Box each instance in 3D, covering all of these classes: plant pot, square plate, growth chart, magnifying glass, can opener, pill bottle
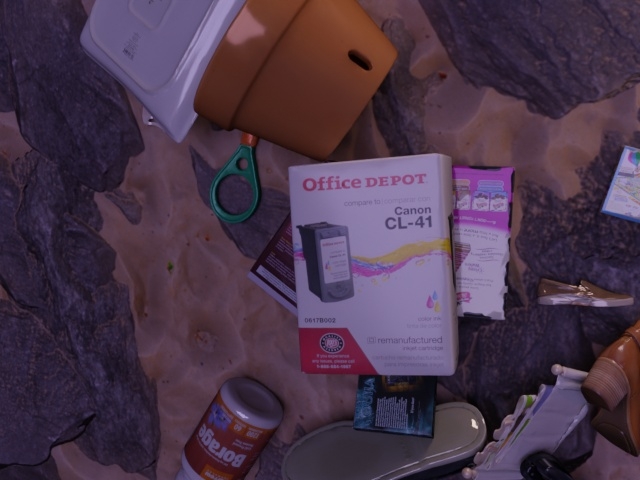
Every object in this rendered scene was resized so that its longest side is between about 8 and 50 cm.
[{"bbox_3d":[-0.022,-0.255,0.924,0.204,0.291,0.290,34,104,-7],"label":"plant pot"},{"bbox_3d":[-0.253,-0.392,1.016,0.347,0.049,0.344,43,109,28],"label":"square plate"},{"bbox_3d":[0.328,0.282,0.942,0.172,0.021,0.237,23,108,-33],"label":"growth chart"},{"bbox_3d":[-0.132,-0.142,1.084,0.092,0.026,0.230,18,102,14],"label":"magnifying glass"},{"bbox_3d":[0.378,0.389,0.955,0.059,0.073,0.186,-45,107,8],"label":"can opener"},{"bbox_3d":[-0.166,0.358,1.089,0.121,0.121,0.216,34,103,10],"label":"pill bottle"}]

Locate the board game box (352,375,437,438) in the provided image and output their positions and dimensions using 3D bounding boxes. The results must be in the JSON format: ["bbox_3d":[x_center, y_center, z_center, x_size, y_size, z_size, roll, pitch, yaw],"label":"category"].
[{"bbox_3d":[0.124,0.214,0.998,0.126,0.026,0.186,1,66,18],"label":"board game box"}]

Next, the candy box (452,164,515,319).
[{"bbox_3d":[0.214,-0.001,0.973,0.159,0.071,0.233,4,96,15],"label":"candy box"}]

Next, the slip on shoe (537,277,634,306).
[{"bbox_3d":[0.400,0.080,0.944,0.136,0.051,0.041,0,84,22],"label":"slip on shoe"}]

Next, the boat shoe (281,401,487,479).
[{"bbox_3d":[0.109,0.357,1.022,0.340,0.127,0.113,-21,134,8],"label":"boat shoe"}]

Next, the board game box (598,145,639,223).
[{"bbox_3d":[0.504,-0.068,0.909,0.154,0.026,0.103,19,100,13],"label":"board game box"}]

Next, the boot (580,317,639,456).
[{"bbox_3d":[0.469,0.219,0.922,0.152,0.073,0.197,-44,126,-16],"label":"boot"}]

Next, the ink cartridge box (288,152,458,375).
[{"bbox_3d":[0.081,0.034,0.910,0.226,0.131,0.305,-3,96,16],"label":"ink cartridge box"}]

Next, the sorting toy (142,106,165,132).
[{"bbox_3d":[-0.285,-0.234,1.108,0.083,0.045,0.075,24,109,12],"label":"sorting toy"}]

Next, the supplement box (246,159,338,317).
[{"bbox_3d":[0.000,0.000,1.033,0.130,0.073,0.239,38,104,9],"label":"supplement box"}]
